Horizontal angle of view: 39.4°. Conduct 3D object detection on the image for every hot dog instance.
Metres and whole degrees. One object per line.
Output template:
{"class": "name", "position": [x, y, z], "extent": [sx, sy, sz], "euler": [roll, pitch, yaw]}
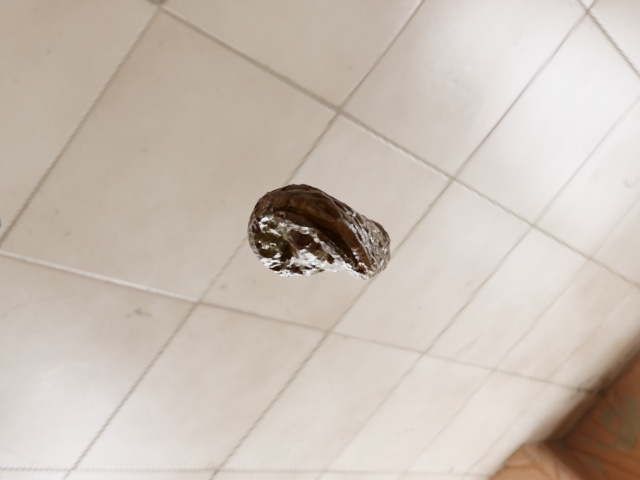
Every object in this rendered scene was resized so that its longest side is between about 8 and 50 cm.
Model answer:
{"class": "hot dog", "position": [0.002, -0.002, 0.741], "extent": [0.147, 0.099, 0.065], "euler": [25, 69, -66]}

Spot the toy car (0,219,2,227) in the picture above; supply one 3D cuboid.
{"class": "toy car", "position": [-0.484, -0.044, 1.136], "extent": [0.056, 0.205, 0.095], "euler": [-47, 125, -48]}
